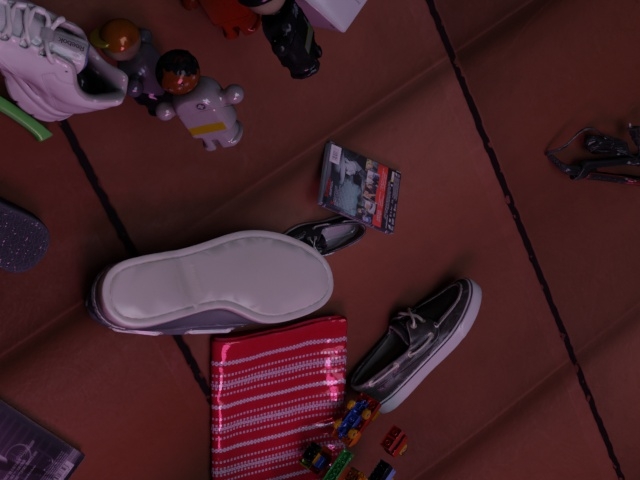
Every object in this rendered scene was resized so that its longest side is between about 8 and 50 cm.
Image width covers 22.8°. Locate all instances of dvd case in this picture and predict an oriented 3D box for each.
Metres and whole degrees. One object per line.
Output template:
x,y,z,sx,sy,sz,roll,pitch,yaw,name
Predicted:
0.051,-0.066,2.026,0.119,0.013,0.087,22,65,-33,dvd case
-0.409,0.266,1.873,0.221,0.018,0.164,40,83,-32,dvd case

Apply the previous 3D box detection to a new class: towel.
-0.050,0.237,2.061,0.198,0.031,0.275,-8,107,-27,towel

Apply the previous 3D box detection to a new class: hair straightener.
0.416,-0.124,2.227,0.230,0.047,0.089,4,101,-26,hair straightener

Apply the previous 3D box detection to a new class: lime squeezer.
-0.389,-0.230,1.730,0.110,0.059,0.310,-27,114,-20,lime squeezer

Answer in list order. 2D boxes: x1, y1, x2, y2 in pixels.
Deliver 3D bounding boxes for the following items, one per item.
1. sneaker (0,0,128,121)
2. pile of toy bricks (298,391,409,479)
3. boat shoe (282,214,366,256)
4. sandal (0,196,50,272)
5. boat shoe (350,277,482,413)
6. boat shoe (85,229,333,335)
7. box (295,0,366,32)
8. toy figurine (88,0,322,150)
-0.320,-0.222,1.686,0.297,0.129,0.111,30,68,-50,sneaker
0.035,0.315,2.061,0.212,0.118,0.105,-53,149,-11,pile of toy bricks
0.000,0.000,2.021,0.125,0.038,0.046,-17,111,-25,boat shoe
-0.414,-0.046,1.774,0.097,0.054,0.254,-47,130,-3,sandal
0.128,0.129,2.105,0.219,0.078,0.070,-50,122,-7,boat shoe
-0.136,0.058,1.936,0.319,0.099,0.116,-6,80,-32,boat shoe
-0.004,-0.315,1.898,0.102,0.101,0.087,37,84,-30,box
-0.129,-0.228,1.786,0.209,0.213,0.148,-42,134,-10,toy figurine
